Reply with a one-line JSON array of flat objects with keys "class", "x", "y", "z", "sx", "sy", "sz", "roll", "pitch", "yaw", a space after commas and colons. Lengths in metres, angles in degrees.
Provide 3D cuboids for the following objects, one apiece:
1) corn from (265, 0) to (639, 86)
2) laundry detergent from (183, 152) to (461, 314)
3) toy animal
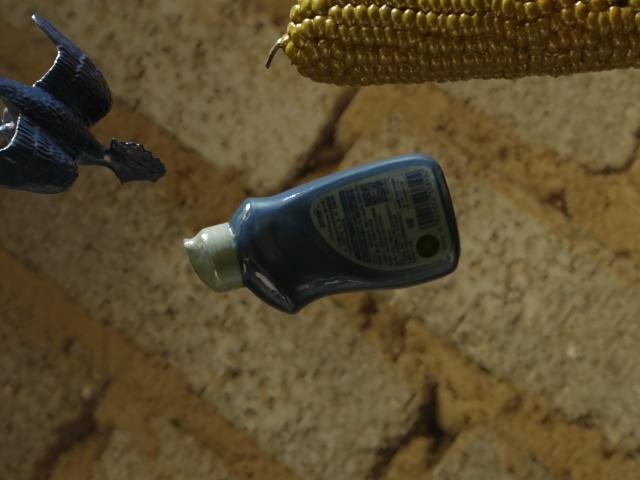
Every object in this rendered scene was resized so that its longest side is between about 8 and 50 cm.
[{"class": "corn", "x": 0.108, "y": -0.168, "z": 1.064, "sx": 0.310, "sy": 0.102, "sz": 0.101, "roll": -3, "pitch": -10, "yaw": 18}, {"class": "laundry detergent", "x": 0.000, "y": 0.000, "z": 1.549, "sx": 0.094, "sy": 0.289, "sz": 0.143, "roll": -148, "pitch": -134, "yaw": -81}, {"class": "toy animal", "x": -0.302, "y": -0.137, "z": 1.611, "sx": 0.255, "sy": 0.176, "sz": 0.239, "roll": 45, "pitch": 41, "yaw": -34}]
